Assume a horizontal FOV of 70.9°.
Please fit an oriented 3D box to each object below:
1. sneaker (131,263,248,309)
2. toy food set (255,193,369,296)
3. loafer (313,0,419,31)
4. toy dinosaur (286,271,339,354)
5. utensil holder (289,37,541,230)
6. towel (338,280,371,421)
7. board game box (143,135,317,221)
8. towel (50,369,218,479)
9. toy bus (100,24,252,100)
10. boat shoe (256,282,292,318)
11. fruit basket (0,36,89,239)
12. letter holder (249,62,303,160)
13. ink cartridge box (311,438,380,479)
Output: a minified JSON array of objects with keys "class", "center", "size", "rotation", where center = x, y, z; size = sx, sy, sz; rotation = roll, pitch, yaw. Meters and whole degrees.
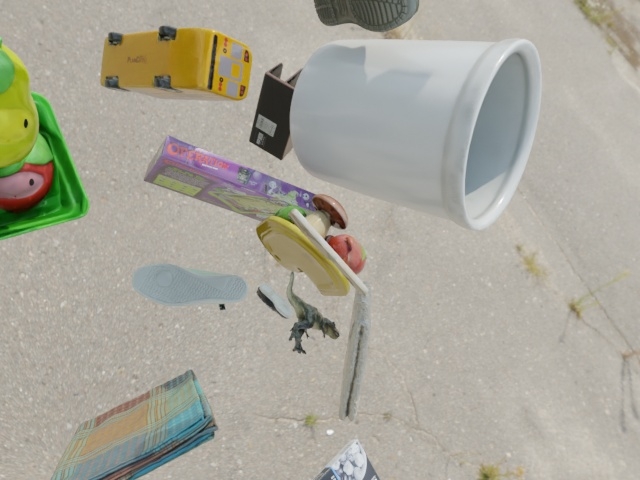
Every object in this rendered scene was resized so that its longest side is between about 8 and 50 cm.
[{"class":"sneaker","center":[-0.311,0.117,1.069],"size":[0.255,0.151,0.094],"rotation":[9,76,-17]},{"class":"toy food set","center":[0.000,0.000,0.531],"size":[0.128,0.218,0.071],"rotation":[46,73,-10]},{"class":"loafer","center":[0.083,-0.419,0.766],"size":[0.087,0.095,0.251],"rotation":[-32,40,-19]},{"class":"toy dinosaur","center":[-0.036,0.190,1.035],"size":[0.268,0.063,0.118],"rotation":[56,45,-47]},{"class":"utensil holder","center":[0.178,-0.229,0.887],"size":[0.385,0.328,0.327],"rotation":[23,41,36]},{"class":"towel","center":[0.086,0.261,1.057],"size":[0.049,0.283,0.187],"rotation":[8,22,3]},{"class":"board game box","center":[-0.185,-0.109,0.967],"size":[0.346,0.208,0.056],"rotation":[19,78,-27]},{"class":"towel","center":[-0.339,0.342,0.818],"size":[0.271,0.370,0.040],"rotation":[-23,96,-20]},{"class":"toy bus","center":[-0.297,-0.340,0.882],"size":[0.130,0.332,0.108],"rotation":[-3,104,-53]},{"class":"boat shoe","center":[-0.130,0.174,1.250],"size":[0.125,0.038,0.046],"rotation":[42,35,9]},{"class":"fruit basket","center":[-0.551,-0.134,0.702],"size":[0.391,0.392,0.283],"rotation":[-25,103,-36]},{"class":"letter holder","center":[-0.124,-0.495,1.671],"size":[0.151,0.302,0.214],"rotation":[31,48,4]},{"class":"ink cartridge box","center":[0.087,0.711,1.256],"size":[0.206,0.045,0.208],"rotation":[-24,82,-47]}]
